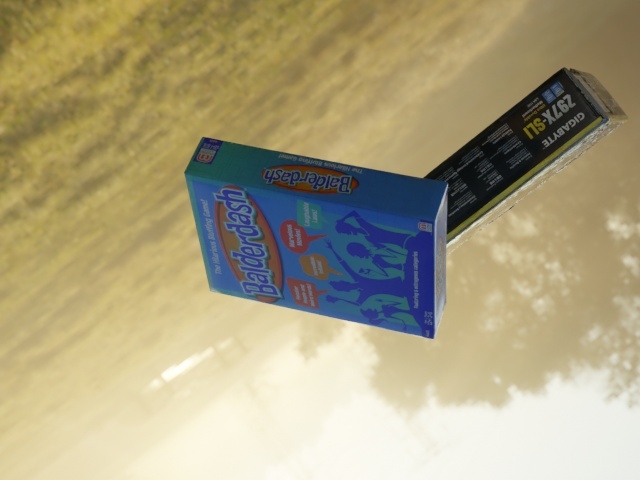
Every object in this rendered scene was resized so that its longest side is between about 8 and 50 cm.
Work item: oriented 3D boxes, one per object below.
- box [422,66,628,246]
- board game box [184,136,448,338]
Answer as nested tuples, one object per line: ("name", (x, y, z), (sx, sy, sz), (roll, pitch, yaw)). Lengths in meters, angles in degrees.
("box", (0.181, -0.063, 1.404), (0.322, 0.079, 0.257), (-38, 175, 17))
("board game box", (0.000, 0.000, 1.063), (0.160, 0.210, 0.047), (83, 24, -50))
